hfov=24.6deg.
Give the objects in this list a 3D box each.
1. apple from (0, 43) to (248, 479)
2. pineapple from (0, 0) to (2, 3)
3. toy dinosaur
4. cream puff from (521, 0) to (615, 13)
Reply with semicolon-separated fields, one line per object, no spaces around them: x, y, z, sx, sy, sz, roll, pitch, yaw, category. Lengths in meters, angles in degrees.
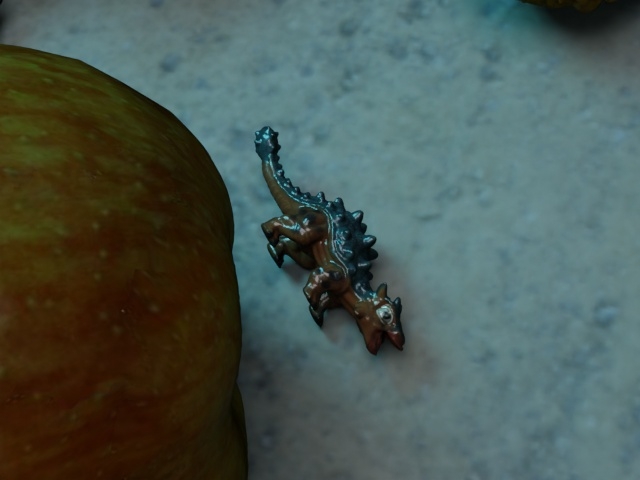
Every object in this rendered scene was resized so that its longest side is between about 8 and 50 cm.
-0.143;0.050;0.682;0.250;0.277;0.309;-19;75;-25;apple
-0.226;-0.213;0.909;0.119;0.111;0.237;16;73;33;pineapple
0.000;0.000;0.802;0.055;0.049;0.154;-29;69;-3;toy dinosaur
0.149;-0.202;0.841;0.165;0.115;0.150;-21;56;9;cream puff
